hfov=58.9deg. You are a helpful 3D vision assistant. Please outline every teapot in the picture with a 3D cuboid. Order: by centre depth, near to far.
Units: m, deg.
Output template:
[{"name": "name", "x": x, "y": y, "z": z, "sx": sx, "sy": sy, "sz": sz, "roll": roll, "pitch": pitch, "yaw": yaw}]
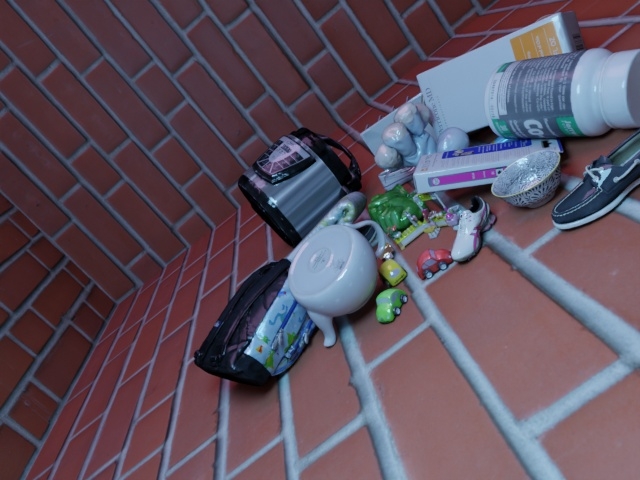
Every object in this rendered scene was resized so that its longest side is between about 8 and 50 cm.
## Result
[{"name": "teapot", "x": 0.057, "y": 0.092, "z": 1.445, "sx": 0.256, "sy": 0.187, "sz": 0.253, "roll": -35, "pitch": 38, "yaw": 21}]

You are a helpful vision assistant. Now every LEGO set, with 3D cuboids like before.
[{"name": "LEGO set", "x": 0.260, "y": -0.053, "z": 1.564, "sx": 0.287, "sy": 0.107, "sz": 0.132, "roll": -25, "pitch": 23, "yaw": 36}]

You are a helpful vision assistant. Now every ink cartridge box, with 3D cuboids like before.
[{"name": "ink cartridge box", "x": 0.440, "y": -0.206, "z": 1.502, "sx": 0.370, "sy": 0.069, "sz": 0.176, "roll": -9, "pitch": 22, "yaw": 21}]

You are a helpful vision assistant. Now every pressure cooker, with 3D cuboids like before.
[{"name": "pressure cooker", "x": -0.064, "y": -0.227, "z": 2.190, "sx": 0.420, "sy": 0.370, "sz": 0.375, "roll": -41, "pitch": 8, "yaw": -7}]

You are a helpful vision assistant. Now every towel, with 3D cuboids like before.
[{"name": "towel", "x": 0.000, "y": 0.000, "z": 1.827, "sx": 0.374, "sy": 0.090, "sz": 0.320, "roll": -47, "pitch": 3, "yaw": 15}]

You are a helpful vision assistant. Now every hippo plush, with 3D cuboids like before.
[{"name": "hippo plush", "x": 0.316, "y": -0.253, "z": 1.715, "sx": 0.234, "sy": 0.236, "sz": 0.294, "roll": -39, "pitch": -30, "yaw": -42}]

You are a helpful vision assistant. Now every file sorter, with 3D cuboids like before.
[{"name": "file sorter", "x": 0.329, "y": -0.431, "z": 2.186, "sx": 0.277, "sy": 0.193, "sz": 0.173, "roll": -31, "pitch": 17, "yaw": 25}]

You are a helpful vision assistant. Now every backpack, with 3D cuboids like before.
[{"name": "backpack", "x": -0.149, "y": 0.220, "z": 1.553, "sx": 0.290, "sy": 0.273, "sz": 0.356, "roll": -15, "pitch": 52, "yaw": 56}]

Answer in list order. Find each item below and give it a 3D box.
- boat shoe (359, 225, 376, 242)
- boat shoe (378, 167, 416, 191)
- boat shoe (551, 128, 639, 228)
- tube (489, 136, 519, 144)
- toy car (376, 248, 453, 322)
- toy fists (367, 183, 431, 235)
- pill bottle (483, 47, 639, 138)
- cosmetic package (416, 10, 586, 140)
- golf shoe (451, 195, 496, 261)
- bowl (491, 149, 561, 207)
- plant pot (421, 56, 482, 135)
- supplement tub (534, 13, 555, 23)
[{"name": "boat shoe", "x": 0.097, "y": 0.008, "z": 1.804, "sx": 0.206, "sy": 0.065, "sz": 0.075, "roll": -44, "pitch": 19, "yaw": -12}, {"name": "boat shoe", "x": 0.307, "y": -0.256, "z": 1.996, "sx": 0.226, "sy": 0.076, "sz": 0.083, "roll": -33, "pitch": 20, "yaw": 19}, {"name": "boat shoe", "x": 0.592, "y": -0.139, "z": 1.148, "sx": 0.302, "sy": 0.091, "sz": 0.114, "roll": -37, "pitch": 18, "yaw": 8}, {"name": "tube", "x": 0.558, "y": -0.304, "z": 1.678, "sx": 0.207, "sy": 0.052, "sz": 0.080, "roll": -33, "pitch": 2, "yaw": 31}, {"name": "toy car", "x": 0.195, "y": 0.108, "z": 1.402, "sx": 0.239, "sy": 0.053, "sz": 0.225, "roll": -19, "pitch": 27, "yaw": 48}, {"name": "toy fists", "x": 0.226, "y": -0.097, "z": 1.752, "sx": 0.142, "sy": 0.096, "sz": 0.279, "roll": -39, "pitch": 19, "yaw": 1}, {"name": "pill bottle", "x": 0.607, "y": -0.357, "z": 1.394, "sx": 0.204, "sy": 0.204, "sz": 0.361, "roll": -47, "pitch": 31, "yaw": -22}, {"name": "cosmetic package", "x": 0.543, "y": -0.478, "z": 1.694, "sx": 0.453, "sy": 0.230, "sz": 0.161, "roll": -15, "pitch": 9, "yaw": 42}, {"name": "golf shoe", "x": 0.353, "y": -0.027, "z": 1.363, "sx": 0.067, "sy": 0.086, "sz": 0.186, "roll": -13, "pitch": 33, "yaw": 51}, {"name": "bowl", "x": 0.497, "y": -0.129, "z": 1.327, "sx": 0.170, "sy": 0.080, "sz": 0.170, "roll": -36, "pitch": 19, "yaw": 14}, {"name": "plant pot", "x": 0.496, "y": -0.498, "z": 1.995, "sx": 0.263, "sy": 0.263, "sz": 0.229, "roll": -33, "pitch": 0, "yaw": 18}, {"name": "supplement tub", "x": 0.800, "y": -0.699, "z": 1.962, "sx": 0.144, "sy": 0.144, "sz": 0.200, "roll": -30, "pitch": 20, "yaw": 28}]
